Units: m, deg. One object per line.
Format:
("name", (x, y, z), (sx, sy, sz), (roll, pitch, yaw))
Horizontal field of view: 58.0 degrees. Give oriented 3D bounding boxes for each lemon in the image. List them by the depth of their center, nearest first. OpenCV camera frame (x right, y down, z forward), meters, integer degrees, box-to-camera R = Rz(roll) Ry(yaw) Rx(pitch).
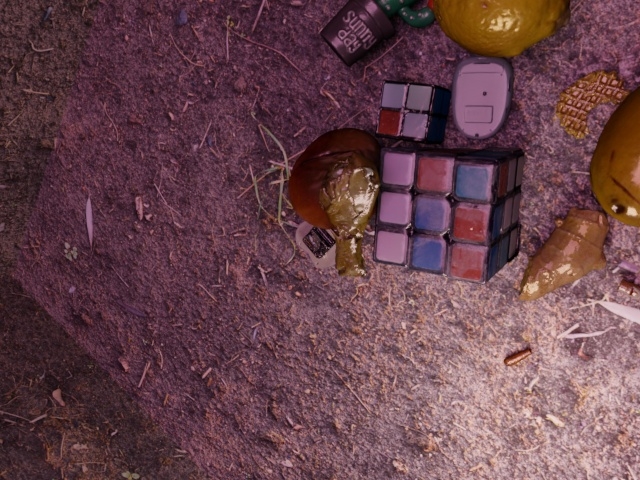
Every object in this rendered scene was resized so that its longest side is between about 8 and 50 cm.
("lemon", (0.494, -0.676, 1.565), (0.387, 0.350, 0.349), (32, 112, 25))

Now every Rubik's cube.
("Rubik's cube", (0.382, -0.095, 1.712), (0.359, 0.363, 0.361), (12, 108, 31))
("Rubik's cube", (0.293, -0.401, 1.818), (0.180, 0.167, 0.183), (16, 104, 26))

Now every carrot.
("carrot", (0.628, 0.374, 1.842), (0.093, 0.032, 0.032), (-34, 82, 25))

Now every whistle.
("whistle", (0.950, 0.172, 1.619), (0.220, 0.057, 0.107), (27, 124, 27))

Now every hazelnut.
("hazelnut", (0.069, -0.197, 1.882), (0.316, 0.372, 0.372), (24, 115, -18))

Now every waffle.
("waffle", (0.763, -0.387, 1.628), (0.194, 0.051, 0.148), (-31, 83, 24))

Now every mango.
("mango", (0.885, -0.249, 1.485), (0.301, 0.221, 0.444), (35, 110, 32))

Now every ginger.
("ginger", (0.704, 0.055, 1.697), (0.190, 0.126, 0.354), (44, 119, 4))

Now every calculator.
("calculator", (0.493, -0.461, 1.768), (0.186, 0.041, 0.298), (9, 104, 27))

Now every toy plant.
("toy plant", (0.198, -0.729, 1.810), (0.400, 0.185, 0.279), (-41, 68, 11))

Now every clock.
("clock", (0.000, 0.000, 2.106), (0.198, 0.064, 0.172), (49, 118, 12))

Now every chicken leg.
("chicken leg", (0.090, -0.058, 1.665), (0.202, 0.153, 0.428), (14, 125, 25))
